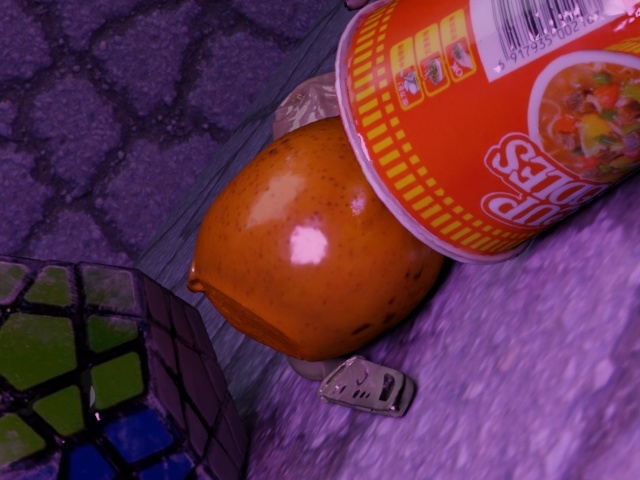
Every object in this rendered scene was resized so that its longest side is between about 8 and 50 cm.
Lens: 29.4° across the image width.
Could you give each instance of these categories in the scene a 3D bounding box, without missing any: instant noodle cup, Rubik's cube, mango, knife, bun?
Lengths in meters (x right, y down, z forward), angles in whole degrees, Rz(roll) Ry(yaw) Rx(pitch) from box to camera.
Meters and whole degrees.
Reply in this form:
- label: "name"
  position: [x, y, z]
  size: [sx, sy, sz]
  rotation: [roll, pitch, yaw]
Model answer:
- label: "instant noodle cup"
  position: [0.146, -0.109, 0.698]
  size: [0.212, 0.193, 0.193]
  rotation: [-29, 23, 43]
- label: "Rubik's cube"
  position: [-0.211, 0.158, 0.945]
  size: [0.319, 0.319, 0.264]
  rotation: [-51, 37, -3]
- label: "mango"
  position: [0.000, 0.000, 0.932]
  size: [0.191, 0.160, 0.290]
  rotation: [-50, 3, -16]
- label: "knife"
  position: [0.012, 0.101, 0.896]
  size: [0.043, 0.020, 0.293]
  rotation: [-51, 12, -11]
- label: "bun"
  position: [-0.005, -0.146, 1.531]
  size: [0.183, 0.102, 0.183]
  rotation: [-49, 9, 10]

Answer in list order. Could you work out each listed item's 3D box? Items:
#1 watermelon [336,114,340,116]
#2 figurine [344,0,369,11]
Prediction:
- label: "watermelon"
  position: [0.026, -0.110, 1.393]
  size: [0.105, 0.062, 0.105]
  rotation: [-39, 17, 14]
- label: "figurine"
  position: [0.163, -0.224, 0.874]
  size: [0.265, 0.197, 0.175]
  rotation: [-43, 39, 40]
